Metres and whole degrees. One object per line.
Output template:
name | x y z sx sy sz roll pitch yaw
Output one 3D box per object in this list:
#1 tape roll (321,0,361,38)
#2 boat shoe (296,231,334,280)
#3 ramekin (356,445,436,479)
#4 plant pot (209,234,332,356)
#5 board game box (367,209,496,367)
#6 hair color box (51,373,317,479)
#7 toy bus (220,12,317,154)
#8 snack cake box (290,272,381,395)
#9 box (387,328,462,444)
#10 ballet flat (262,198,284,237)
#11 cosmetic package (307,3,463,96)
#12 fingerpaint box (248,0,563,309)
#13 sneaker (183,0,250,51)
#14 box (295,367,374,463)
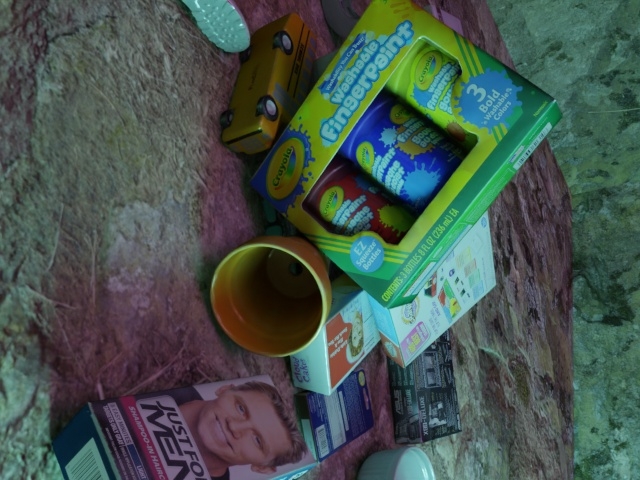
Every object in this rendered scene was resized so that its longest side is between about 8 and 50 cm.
tape roll | 0.112 -0.621 1.569 0.072 0.219 0.219 -27 102 -54
boat shoe | 0.001 0.001 1.322 0.073 0.080 0.224 32 65 -63
ramekin | 0.163 0.557 1.347 0.207 0.109 0.207 23 61 -50
plant pot | -0.068 0.076 1.113 0.188 0.205 0.205 -50 122 -69
board game box | 0.252 0.094 1.356 0.316 0.064 0.242 -36 131 -21
hair color box | -0.176 0.303 0.878 0.347 0.105 0.174 7 43 -55
toy bus | -0.098 -0.314 1.259 0.130 0.108 0.333 42 47 -43
snack cake box | 0.038 0.181 1.277 0.264 0.089 0.152 -32 123 -55
box | 0.268 0.355 1.598 0.242 0.076 0.308 12 69 -54
ballet flat | -0.091 -0.030 1.238 0.041 0.041 0.115 4 76 -55
cosmetic package | 0.129 -0.322 1.343 0.156 0.384 0.218 -7 85 -56
fingerpaint box | 0.141 -0.164 1.131 0.371 0.445 0.163 43 17 20
sneaker | -0.208 -0.468 1.175 0.235 0.090 0.095 50 33 -36
box | 0.035 0.358 1.290 0.225 0.036 0.137 -6 85 -55
